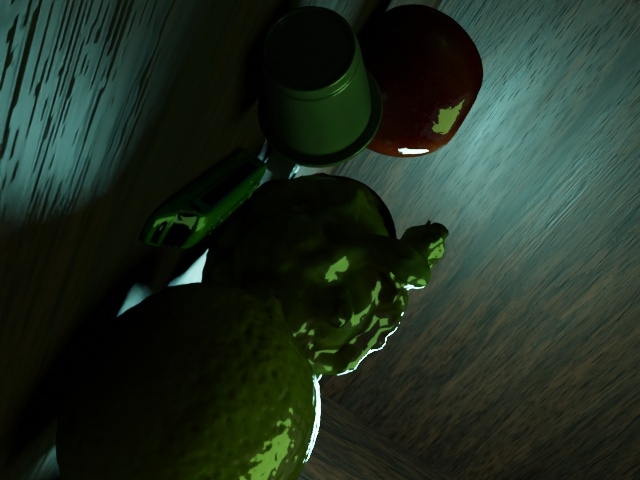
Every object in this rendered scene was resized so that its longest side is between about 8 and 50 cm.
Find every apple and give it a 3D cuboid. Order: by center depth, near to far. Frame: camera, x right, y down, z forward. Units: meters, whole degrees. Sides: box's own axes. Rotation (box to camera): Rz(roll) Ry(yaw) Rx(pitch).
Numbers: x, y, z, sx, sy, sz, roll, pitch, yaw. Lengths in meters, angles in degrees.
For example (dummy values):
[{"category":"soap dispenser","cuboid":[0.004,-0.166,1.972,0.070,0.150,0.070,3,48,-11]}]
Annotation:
[{"category":"apple","cuboid":[0.151,-0.268,1.185,0.260,0.217,0.260,-59,-178,3]}]

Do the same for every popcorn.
[{"category":"popcorn","cuboid":[-0.014,0.044,0.953,0.335,0.279,0.274,-52,177,1]}]

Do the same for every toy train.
[{"category":"toy train","cuboid":[-0.106,-0.037,0.675,0.044,0.042,0.209,-58,180,27]}]

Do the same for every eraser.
[{"category":"eraser","cuboid":[-0.007,-0.178,1.024,0.212,0.046,0.092,-57,180,-44]}]

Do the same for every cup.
[{"category":"cup","cuboid":[-0.007,-0.139,0.616,0.120,0.120,0.141,-57,165,-9]}]

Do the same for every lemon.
[{"category":"lemon","cuboid":[-0.125,0.174,0.680,0.267,0.267,0.267,-57,180,-1]}]

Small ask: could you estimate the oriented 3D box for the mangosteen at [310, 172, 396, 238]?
[{"category":"mangosteen","cuboid":[0.011,0.009,1.454,0.296,0.297,0.313,-57,173,23]}]
